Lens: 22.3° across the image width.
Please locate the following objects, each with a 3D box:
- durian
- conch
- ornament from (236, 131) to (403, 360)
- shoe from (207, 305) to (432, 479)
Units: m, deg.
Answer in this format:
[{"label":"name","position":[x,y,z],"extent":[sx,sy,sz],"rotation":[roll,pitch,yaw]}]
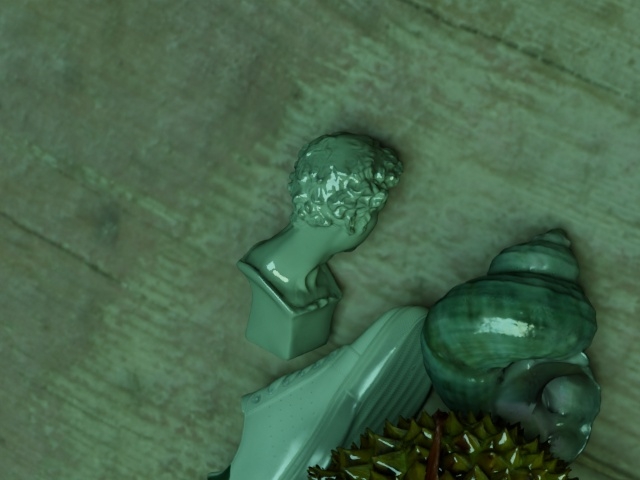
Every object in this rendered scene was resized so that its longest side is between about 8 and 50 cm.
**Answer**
[{"label":"durian","position":[0.110,0.336,1.665],"extent":[0.347,0.347,0.384],"rotation":[49,126,6]},{"label":"conch","position":[0.218,0.116,1.785],"extent":[0.220,0.195,0.277],"rotation":[16,82,-7]},{"label":"ornament","position":[-0.013,0.003,1.868],"extent":[0.120,0.130,0.285],"rotation":[38,111,25]},{"label":"shoe","position":[-0.004,0.199,1.914],"extent":[0.160,0.132,0.363],"rotation":[42,105,32]}]
